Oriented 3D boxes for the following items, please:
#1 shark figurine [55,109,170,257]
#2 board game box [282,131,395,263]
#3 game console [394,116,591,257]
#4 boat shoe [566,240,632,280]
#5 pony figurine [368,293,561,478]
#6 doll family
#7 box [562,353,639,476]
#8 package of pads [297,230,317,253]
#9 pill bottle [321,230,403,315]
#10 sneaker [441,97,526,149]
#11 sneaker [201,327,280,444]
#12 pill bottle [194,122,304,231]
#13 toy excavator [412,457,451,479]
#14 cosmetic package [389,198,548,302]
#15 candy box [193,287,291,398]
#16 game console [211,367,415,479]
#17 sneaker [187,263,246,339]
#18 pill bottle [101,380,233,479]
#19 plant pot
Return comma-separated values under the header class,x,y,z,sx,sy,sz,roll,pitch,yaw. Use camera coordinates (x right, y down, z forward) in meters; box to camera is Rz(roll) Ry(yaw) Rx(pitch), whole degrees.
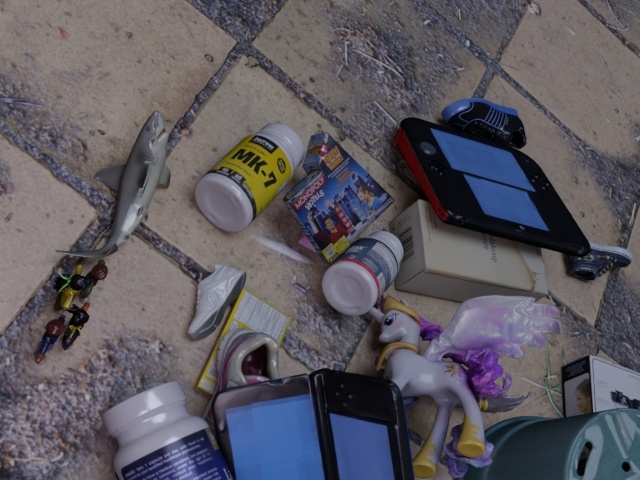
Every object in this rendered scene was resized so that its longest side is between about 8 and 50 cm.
class,x,y,z,sx,sy,sz,roll,pitch,yaw
shark figurine,-0.340,-0.074,1.561,0.116,0.166,0.278,19,72,6
board game box,0.015,-0.091,1.727,0.194,0.060,0.194,-43,110,-26
game console,0.357,-0.116,1.955,0.386,0.060,0.342,12,33,-27
boat shoe,0.641,0.057,2.139,0.183,0.065,0.083,12,63,-22
pony figurine,0.218,0.239,1.630,0.351,0.303,0.363,13,37,4
doll family,-0.379,0.105,1.408,0.076,0.111,0.193,21,56,-23
box,0.590,0.397,1.904,0.169,0.087,0.290,20,57,-23
package of pads,0.000,0.000,1.764,0.083,0.032,0.050,29,56,-18
pill bottle,0.086,0.054,1.735,0.108,0.108,0.180,49,36,-2
sneaker,0.380,-0.261,2.120,0.232,0.081,0.090,2,58,-34
sneaker,-0.122,0.253,1.466,0.103,0.111,0.252,12,70,-23
pill bottle,-0.123,-0.120,1.692,0.119,0.119,0.208,44,50,-5
toy excavator,0.179,0.611,1.443,0.433,0.222,0.445,40,43,14
cosmetic package,0.301,0.036,1.891,0.309,0.113,0.160,11,60,-28
candy box,-0.129,0.189,1.582,0.105,0.027,0.206,35,52,-16
game console,-0.004,0.354,1.376,0.173,0.250,0.293,-15,100,-39
sneaker,-0.187,0.104,1.581,0.061,0.053,0.152,24,58,15
pill bottle,-0.211,0.351,1.360,0.153,0.153,0.264,-18,77,-38
plant pot,0.449,0.438,1.576,0.341,0.334,0.341,6,68,-15
